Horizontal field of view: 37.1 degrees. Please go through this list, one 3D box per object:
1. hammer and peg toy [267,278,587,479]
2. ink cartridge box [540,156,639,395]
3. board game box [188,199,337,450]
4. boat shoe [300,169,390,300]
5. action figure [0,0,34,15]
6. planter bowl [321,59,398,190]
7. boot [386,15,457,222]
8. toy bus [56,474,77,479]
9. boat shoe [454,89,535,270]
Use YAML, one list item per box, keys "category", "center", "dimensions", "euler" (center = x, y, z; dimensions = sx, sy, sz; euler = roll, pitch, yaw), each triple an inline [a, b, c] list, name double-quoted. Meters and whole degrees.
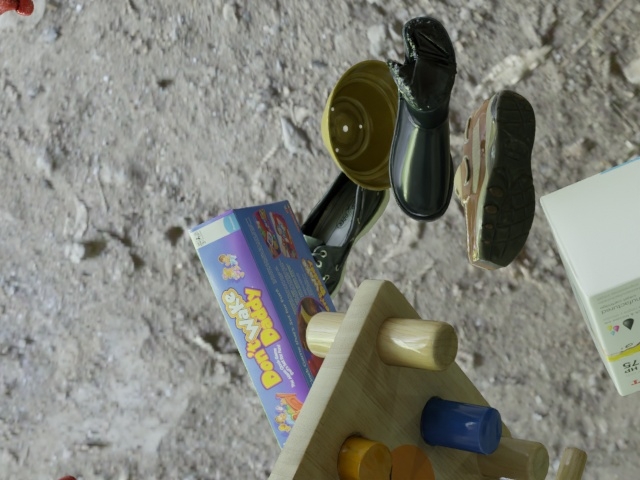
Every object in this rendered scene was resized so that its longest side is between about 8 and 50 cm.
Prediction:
- category: "hammer and peg toy"
  center: [0.083, 0.228, 0.767]
  dimensions: [0.127, 0.266, 0.361]
  euler: [1, 144, 41]
- category: "ink cartridge box"
  center: [0.464, 0.049, 1.361]
  dimensions: [0.198, 0.197, 0.270]
  euler: [-23, 136, 11]
- category: "board game box"
  center: [-0.050, 0.117, 1.422]
  dimensions: [0.078, 0.233, 0.347]
  euler: [-24, 88, 18]
- category: "boat shoe"
  center: [0.003, 0.001, 1.750]
  dimensions: [0.340, 0.127, 0.113]
  euler: [-52, 141, -9]
- category: "action figure"
  center: [-0.544, -0.413, 1.375]
  dimensions: [0.280, 0.139, 0.091]
  euler: [22, 142, -29]
- category: "planter bowl"
  center: [0.067, -0.193, 1.620]
  dimensions: [0.217, 0.090, 0.217]
  euler: [-2, 93, -39]
- category: "boot"
  center: [0.137, -0.158, 1.296]
  dimensions: [0.094, 0.207, 0.247]
  euler: [1, 84, 7]
- category: "toy bus"
  center: [-0.394, 0.490, 1.626]
  dimensions: [0.202, 0.191, 0.105]
  euler: [11, 97, -13]
- category: "boat shoe"
  center: [0.301, -0.102, 1.677]
  dimensions: [0.122, 0.324, 0.120]
  euler: [22, 159, -30]
